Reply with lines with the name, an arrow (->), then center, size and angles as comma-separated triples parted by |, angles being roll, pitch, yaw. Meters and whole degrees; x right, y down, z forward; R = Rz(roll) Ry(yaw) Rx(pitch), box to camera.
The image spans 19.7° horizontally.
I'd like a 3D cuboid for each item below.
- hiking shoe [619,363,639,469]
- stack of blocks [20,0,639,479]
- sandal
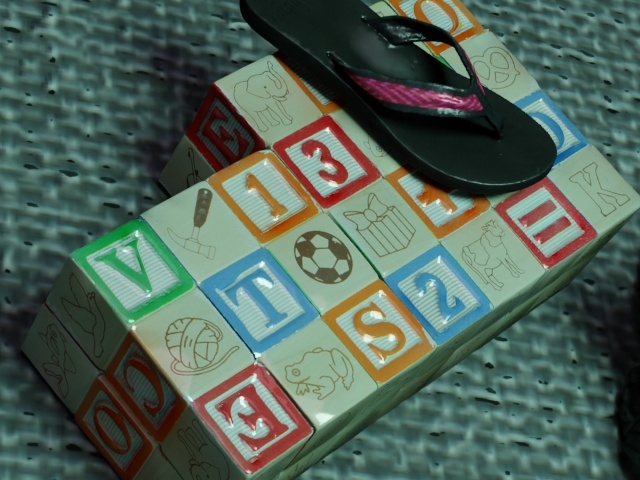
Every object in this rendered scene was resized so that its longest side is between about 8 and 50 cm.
hiking shoe -> 0.238, 0.049, 1.012 | 0.114, 0.086, 0.227 | 31, 58, -15
stack of blocks -> 0.000, 0.000, 0.914 | 0.297, 0.087, 0.171 | -32, 75, -38
sandal -> 0.040, -0.085, 0.907 | 0.179, 0.040, 0.067 | 35, 49, 1
